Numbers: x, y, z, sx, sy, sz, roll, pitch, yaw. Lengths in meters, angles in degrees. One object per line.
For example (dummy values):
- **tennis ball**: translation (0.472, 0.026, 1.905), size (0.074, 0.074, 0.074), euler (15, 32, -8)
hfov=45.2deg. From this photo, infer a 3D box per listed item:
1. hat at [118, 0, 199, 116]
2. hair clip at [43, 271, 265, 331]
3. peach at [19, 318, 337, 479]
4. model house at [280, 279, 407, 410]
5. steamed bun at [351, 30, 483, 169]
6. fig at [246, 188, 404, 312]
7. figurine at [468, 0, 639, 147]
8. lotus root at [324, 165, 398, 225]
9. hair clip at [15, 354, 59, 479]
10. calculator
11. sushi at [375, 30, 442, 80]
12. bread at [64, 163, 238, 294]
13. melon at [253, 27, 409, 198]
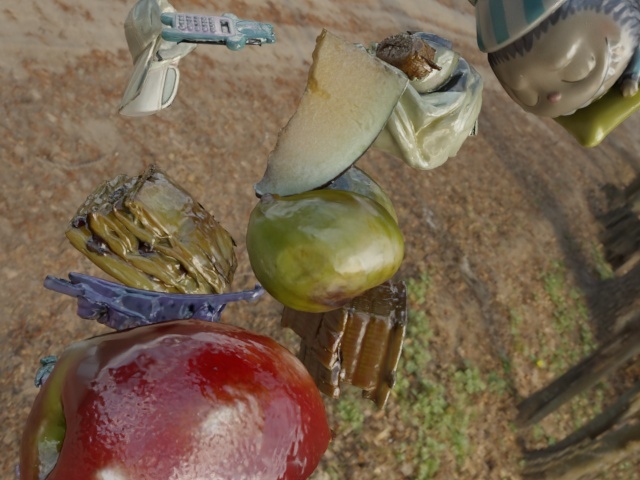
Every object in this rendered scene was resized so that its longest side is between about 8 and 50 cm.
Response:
- **hat**: translation (-0.352, -0.366, 1.527), size (0.164, 0.226, 0.219), euler (45, 5, 3)
- **hair clip**: translation (-0.213, 0.092, 0.978), size (0.279, 0.090, 0.137), euler (3, -2, 3)
- **peach**: translation (-0.138, 0.224, 0.821), size (0.338, 0.281, 0.281), euler (18, 37, -41)
- **model house**: translation (0.039, 0.162, 1.400), size (0.229, 0.199, 0.219), euler (17, 15, 1)
- **steamed bun**: translation (0.190, -0.327, 1.621), size (0.394, 0.237, 0.346), euler (-5, 42, -40)
- **fig**: translation (0.005, 0.011, 0.751), size (0.153, 0.136, 0.120), euler (0, 78, -24)
- **figurine**: translation (0.395, -0.393, 1.184), size (0.378, 0.361, 0.266), euler (38, 4, -35)
- **lotus root**: translation (0.022, -0.060, 1.263), size (0.154, 0.154, 0.278), euler (12, 23, -47)
- **hair clip**: translation (-0.447, 0.313, 1.335), size (0.110, 0.095, 0.358), euler (35, 5, -26)
- **calculator**: translation (-0.124, -0.258, 0.942), size (0.141, 0.019, 0.094), euler (1, 38, -15)
- **sushi**: translation (0.117, -0.239, 1.015), size (0.060, 0.061, 0.118), euler (32, 12, -34)
- **bread**: translation (-0.309, -0.016, 1.523), size (0.325, 0.167, 0.277), euler (34, 23, -15)
- **melon**: translation (0.008, -0.109, 0.775), size (0.098, 0.182, 0.054), euler (23, 14, -7)
